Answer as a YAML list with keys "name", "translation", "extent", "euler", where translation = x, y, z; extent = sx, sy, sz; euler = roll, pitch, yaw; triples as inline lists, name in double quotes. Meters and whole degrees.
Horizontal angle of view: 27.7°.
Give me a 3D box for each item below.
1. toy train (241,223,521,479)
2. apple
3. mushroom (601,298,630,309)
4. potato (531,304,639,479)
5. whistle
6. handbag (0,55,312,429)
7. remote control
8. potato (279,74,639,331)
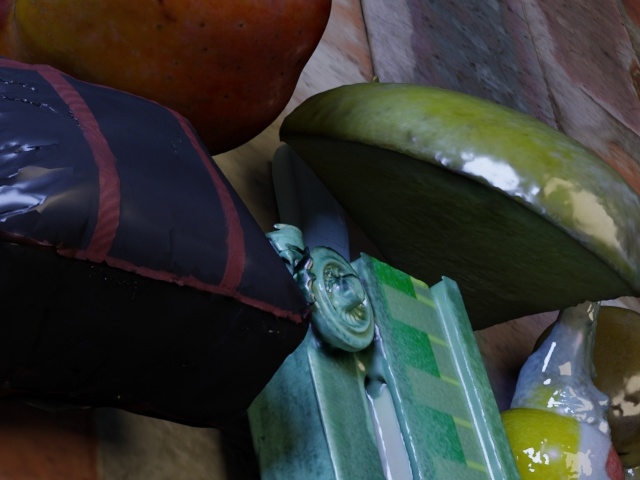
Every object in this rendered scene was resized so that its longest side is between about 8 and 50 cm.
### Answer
- name: "toy train"
  translation: [0.029, 0.136, 0.788]
  extent: [0.202, 0.120, 0.301]
  euler: [25, 41, -46]
- name: "apple"
  translation: [-0.106, -0.159, 0.806]
  extent: [0.234, 0.234, 0.234]
  euler: [35, 35, -30]
- name: "mushroom"
  translation: [0.296, 0.082, 1.286]
  extent: [0.059, 0.054, 0.202]
  euler: [8, 58, -53]
- name: "potato"
  translation: [0.243, 0.137, 1.077]
  extent: [0.200, 0.137, 0.155]
  euler: [-64, 143, -57]
- name: "whistle"
  translation: [0.177, 0.138, 0.940]
  extent: [0.123, 0.123, 0.223]
  euler: [32, 69, -34]
- name: "handbag"
  translation: [-0.130, -0.003, 0.667]
  extent: [0.215, 0.155, 0.169]
  euler: [19, 31, -43]
- name: "remote control"
  translation: [0.000, 0.000, 0.969]
  extent: [0.061, 0.029, 0.162]
  euler: [24, 42, -40]
- name: "potato"
  translation: [0.145, -0.022, 0.931]
  extent: [0.269, 0.255, 0.112]
  euler: [45, 69, -36]
